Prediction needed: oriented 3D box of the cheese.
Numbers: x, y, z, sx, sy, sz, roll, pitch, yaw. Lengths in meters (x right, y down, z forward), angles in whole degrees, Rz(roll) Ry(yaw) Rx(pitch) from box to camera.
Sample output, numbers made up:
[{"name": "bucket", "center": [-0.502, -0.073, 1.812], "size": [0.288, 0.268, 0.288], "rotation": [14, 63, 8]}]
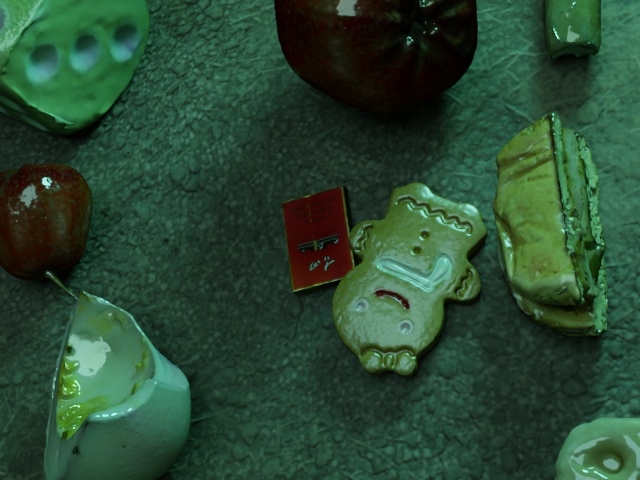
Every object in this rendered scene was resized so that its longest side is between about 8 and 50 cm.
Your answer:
[{"name": "cheese", "center": [0.347, 0.288, 1.294], "size": [0.235, 0.117, 0.218], "rotation": [-33, 60, 7]}]

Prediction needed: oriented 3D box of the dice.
[{"name": "dice", "center": [-0.417, -0.316, 1.751], "size": [0.254, 0.252, 0.250], "rotation": [24, 80, 28]}]

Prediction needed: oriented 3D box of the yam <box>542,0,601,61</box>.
[{"name": "yam", "center": [0.325, -0.406, 1.602], "size": [0.083, 0.083, 0.372], "rotation": [-5, 69, 19]}]

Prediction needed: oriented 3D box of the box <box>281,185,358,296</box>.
[{"name": "box", "center": [0.000, 0.000, 1.595], "size": [0.090, 0.023, 0.133], "rotation": [-14, 65, 17]}]

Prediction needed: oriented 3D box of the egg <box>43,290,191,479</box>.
[{"name": "egg", "center": [-0.247, 0.214, 1.530], "size": [0.271, 0.161, 0.206], "rotation": [-114, 43, -59]}]

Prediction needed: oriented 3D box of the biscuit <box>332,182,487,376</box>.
[{"name": "biscuit", "center": [0.104, 0.049, 1.515], "size": [0.184, 0.035, 0.249], "rotation": [26, 78, 20]}]

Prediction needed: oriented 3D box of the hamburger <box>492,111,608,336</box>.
[{"name": "hamburger", "center": [0.273, -0.007, 1.448], "size": [0.130, 0.124, 0.262], "rotation": [-20, 58, 33]}]

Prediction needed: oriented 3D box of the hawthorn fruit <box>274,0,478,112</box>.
[{"name": "hawthorn fruit", "center": [0.057, -0.303, 1.588], "size": [0.254, 0.254, 0.300], "rotation": [-47, 33, -2]}]

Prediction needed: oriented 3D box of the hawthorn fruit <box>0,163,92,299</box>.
[{"name": "hawthorn fruit", "center": [-0.390, -0.004, 1.689], "size": [0.162, 0.162, 0.204], "rotation": [-10, 84, 17]}]
